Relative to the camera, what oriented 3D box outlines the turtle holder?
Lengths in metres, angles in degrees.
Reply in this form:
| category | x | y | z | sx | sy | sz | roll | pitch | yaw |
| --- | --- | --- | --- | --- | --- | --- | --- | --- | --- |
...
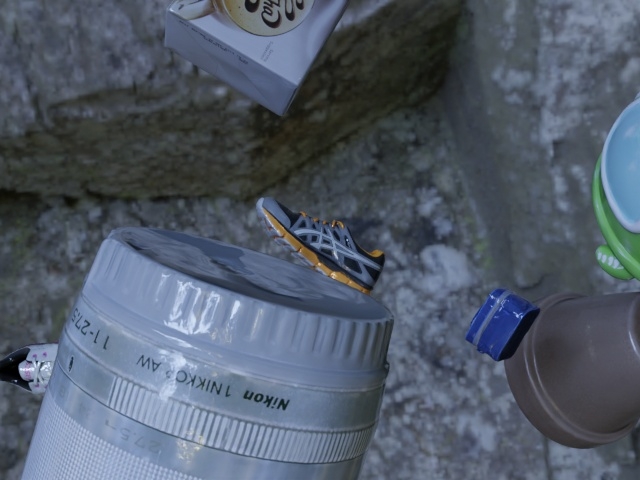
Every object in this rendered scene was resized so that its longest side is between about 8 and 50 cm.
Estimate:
| category | x | y | z | sx | sy | sz | roll | pitch | yaw |
| --- | --- | --- | --- | --- | --- | --- | --- | --- | --- |
| turtle holder | 0.424 | -0.049 | 0.999 | 0.320 | 0.243 | 0.227 | -60 | -15 | -26 |

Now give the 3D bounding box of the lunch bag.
| category | x | y | z | sx | sy | sz | roll | pitch | yaw |
| --- | --- | --- | --- | --- | --- | --- | --- | --- | --- |
| lunch bag | 0.241 | 0.114 | 1.231 | 0.067 | 0.065 | 0.098 | 3 | -60 | -57 |

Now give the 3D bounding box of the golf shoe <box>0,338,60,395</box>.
| category | x | y | z | sx | sy | sz | roll | pitch | yaw |
| --- | --- | --- | --- | --- | --- | --- | --- | --- | --- |
| golf shoe | -0.254 | 0.135 | 0.910 | 0.086 | 0.186 | 0.067 | -4 | -93 | -47 |

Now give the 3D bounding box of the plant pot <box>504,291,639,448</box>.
| category | x | y | z | sx | sy | sz | roll | pitch | yaw |
| --- | --- | --- | --- | --- | --- | --- | --- | --- | --- |
| plant pot | 0.462 | 0.180 | 1.438 | 0.229 | 0.263 | 0.263 | -40 | 50 | 55 |

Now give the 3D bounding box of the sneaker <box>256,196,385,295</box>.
| category | x | y | z | sx | sy | sz | roll | pitch | yaw |
| --- | --- | --- | --- | --- | --- | --- | --- | --- | --- |
| sneaker | 0.000 | 0.000 | 1.308 | 0.083 | 0.215 | 0.084 | -54 | 13 | -6 |

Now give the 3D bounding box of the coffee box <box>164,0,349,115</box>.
| category | x | y | z | sx | sy | sz | roll | pitch | yaw |
| --- | --- | --- | --- | --- | --- | --- | --- | --- | --- |
| coffee box | -0.036 | -0.323 | 1.069 | 0.297 | 0.168 | 0.119 | -60 | 5 | -14 |

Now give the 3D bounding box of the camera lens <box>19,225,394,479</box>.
| category | x | y | z | sx | sy | sz | roll | pitch | yaw |
| --- | --- | --- | --- | --- | --- | --- | --- | --- | --- |
| camera lens | -0.084 | 0.150 | 0.619 | 0.219 | 0.219 | 0.274 | -106 | 33 | -83 |
